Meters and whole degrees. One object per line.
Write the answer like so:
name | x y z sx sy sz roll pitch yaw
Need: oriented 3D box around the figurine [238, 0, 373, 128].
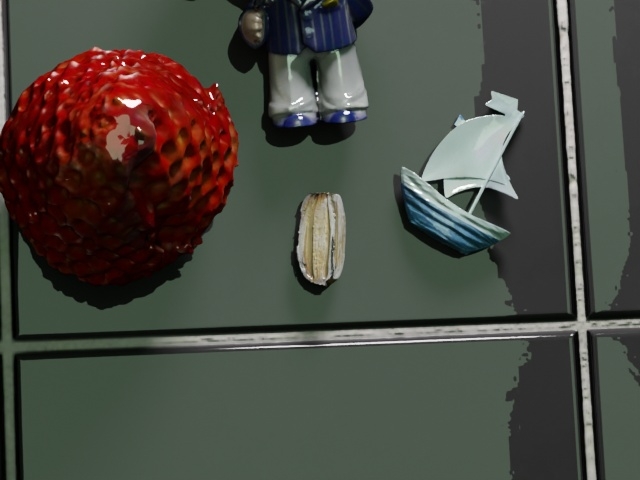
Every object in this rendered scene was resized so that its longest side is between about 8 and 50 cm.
figurine | -0.004 -0.237 1.703 0.194 0.133 0.274 -27 97 7

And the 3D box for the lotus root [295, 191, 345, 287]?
lotus root | 0.001 0.000 1.717 0.037 0.030 0.083 -2 79 24

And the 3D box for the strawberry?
strawberry | -0.160 -0.064 1.595 0.205 0.244 0.205 1 85 -9

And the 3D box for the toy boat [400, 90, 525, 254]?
toy boat | 0.123 -0.063 1.738 0.105 0.034 0.149 9 83 -8
